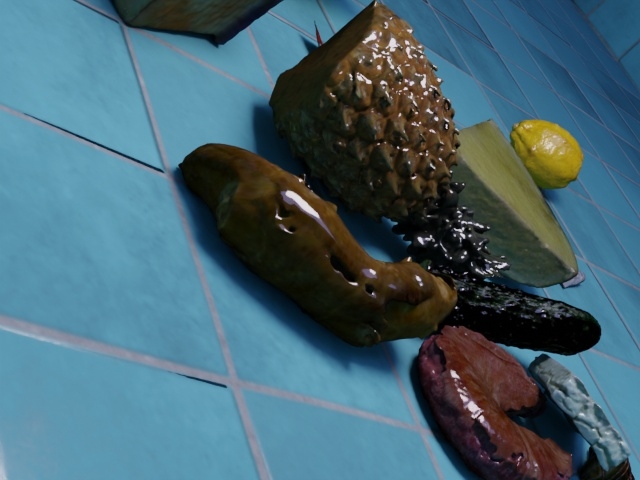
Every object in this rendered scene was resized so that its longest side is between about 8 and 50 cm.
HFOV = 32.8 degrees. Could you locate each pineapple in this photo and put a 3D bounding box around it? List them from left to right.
[{"bbox_3d":[0.101,-0.089,1.297,0.362,0.202,0.202,50,22,-21],"label":"pineapple"}]

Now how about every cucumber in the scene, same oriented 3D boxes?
[{"bbox_3d":[0.213,0.088,1.285,0.304,0.081,0.072,18,61,-33],"label":"cucumber"}]

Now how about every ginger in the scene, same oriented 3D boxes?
[{"bbox_3d":[0.001,0.012,1.068,0.309,0.107,0.133,34,41,-18],"label":"ginger"}]

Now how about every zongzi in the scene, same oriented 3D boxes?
[{"bbox_3d":[0.353,0.275,1.295,0.073,0.067,0.083,44,6,10],"label":"zongzi"}]

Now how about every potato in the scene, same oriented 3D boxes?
[{"bbox_3d":[0.242,-0.029,1.511,0.255,0.112,0.269,54,26,4],"label":"potato"}]

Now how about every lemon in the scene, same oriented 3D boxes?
[{"bbox_3d":[0.402,-0.157,1.950,0.155,0.114,0.114,36,26,-11],"label":"lemon"}]

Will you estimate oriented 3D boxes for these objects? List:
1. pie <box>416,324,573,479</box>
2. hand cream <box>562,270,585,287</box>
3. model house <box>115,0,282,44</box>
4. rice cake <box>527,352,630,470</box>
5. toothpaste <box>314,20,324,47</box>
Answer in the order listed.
[{"bbox_3d":[0.188,0.182,1.166,0.204,0.054,0.218,24,32,-41],"label":"pie"},{"bbox_3d":[0.399,0.062,1.738,0.093,0.019,0.030,-5,57,-52],"label":"hand cream"},{"bbox_3d":[-0.137,-0.415,1.318,0.280,0.245,0.312,-6,66,-56],"label":"model house"},{"bbox_3d":[0.295,0.192,1.261,0.124,0.038,0.211,53,3,-5],"label":"rice cake"},{"bbox_3d":[0.050,-0.198,1.533,0.075,0.048,0.301,17,35,-41],"label":"toothpaste"}]
